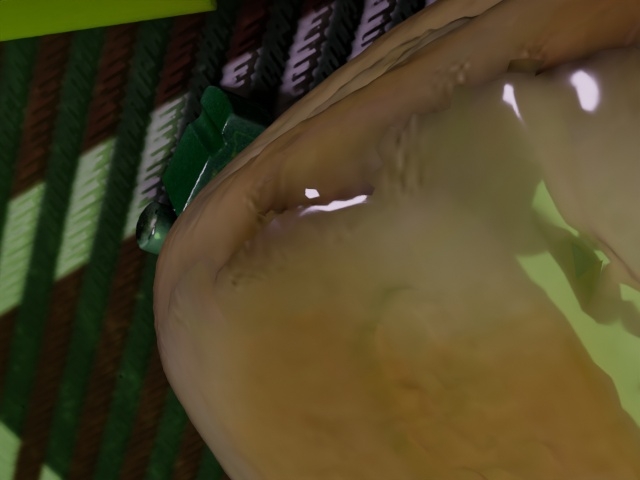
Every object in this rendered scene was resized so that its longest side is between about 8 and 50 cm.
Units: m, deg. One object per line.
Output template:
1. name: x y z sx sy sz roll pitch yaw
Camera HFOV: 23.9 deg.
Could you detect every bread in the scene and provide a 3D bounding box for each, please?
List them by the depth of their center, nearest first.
1. bread: 0.143 0.067 0.605 0.348 0.253 0.376 -29 102 38

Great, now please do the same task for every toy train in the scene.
1. toy train: 0.000 0.000 0.748 0.178 0.071 0.104 20 106 -24

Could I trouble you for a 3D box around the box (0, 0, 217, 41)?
1. box: -0.145 -0.230 0.562 0.187 0.047 0.335 -9 126 -8
